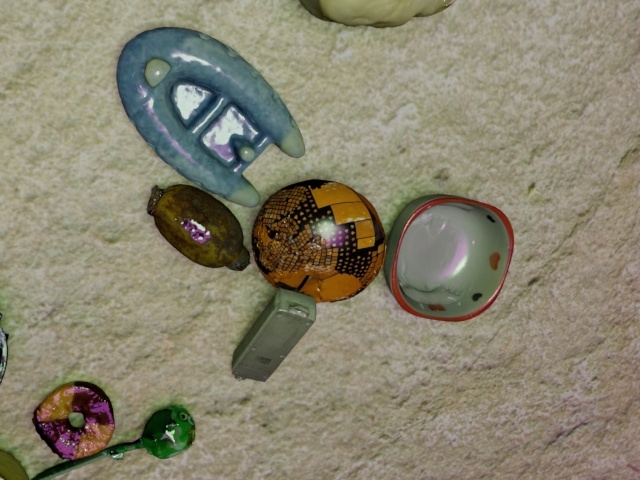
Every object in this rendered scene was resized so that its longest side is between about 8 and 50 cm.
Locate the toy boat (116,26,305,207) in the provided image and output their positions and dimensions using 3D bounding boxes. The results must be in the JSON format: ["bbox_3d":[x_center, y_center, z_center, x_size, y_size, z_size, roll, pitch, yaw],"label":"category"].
[{"bbox_3d":[-0.176,-0.201,0.974,0.215,0.123,0.330,-44,113,2],"label":"toy boat"}]

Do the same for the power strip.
[{"bbox_3d":[-0.086,0.173,1.072,0.078,0.052,0.272,18,136,-17],"label":"power strip"}]

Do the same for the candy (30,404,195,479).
[{"bbox_3d":[-0.388,0.395,1.122,0.323,0.097,0.097,-19,110,0],"label":"candy"}]

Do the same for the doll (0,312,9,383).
[{"bbox_3d":[-0.635,0.170,0.893,0.310,0.240,0.284,46,61,-27],"label":"doll"}]

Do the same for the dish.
[{"bbox_3d":[0.230,0.024,1.150,0.256,0.117,0.257,-4,107,-13],"label":"dish"}]

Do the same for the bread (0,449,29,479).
[{"bbox_3d":[-0.635,0.468,1.026,0.269,0.148,0.270,-4,107,-14],"label":"bread"}]

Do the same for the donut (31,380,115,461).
[{"bbox_3d":[-0.438,0.318,1.080,0.140,0.059,0.141,-2,100,-12],"label":"donut"}]

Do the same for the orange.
[{"bbox_3d":[0.000,0.000,1.027,0.234,0.182,0.234,8,143,6],"label":"orange"}]

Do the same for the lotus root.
[{"bbox_3d":[-0.199,-0.021,1.020,0.209,0.120,0.120,38,93,-19],"label":"lotus root"}]

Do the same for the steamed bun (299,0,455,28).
[{"bbox_3d":[0.111,-0.506,0.897,0.324,0.230,0.372,-8,138,-28],"label":"steamed bun"}]
